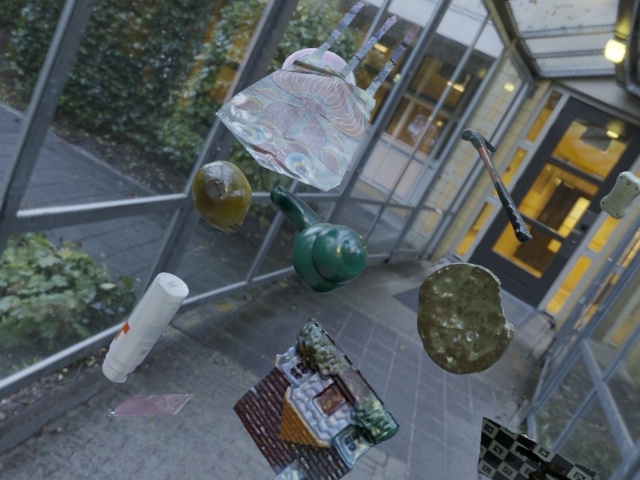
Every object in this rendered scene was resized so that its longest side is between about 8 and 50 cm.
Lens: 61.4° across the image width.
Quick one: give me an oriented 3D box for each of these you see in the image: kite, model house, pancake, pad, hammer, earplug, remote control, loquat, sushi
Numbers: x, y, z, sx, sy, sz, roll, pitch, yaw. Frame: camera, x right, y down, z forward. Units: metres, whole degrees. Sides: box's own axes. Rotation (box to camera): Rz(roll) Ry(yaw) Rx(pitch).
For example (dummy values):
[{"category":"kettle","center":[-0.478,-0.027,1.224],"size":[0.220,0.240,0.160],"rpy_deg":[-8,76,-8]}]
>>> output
[{"category":"kite","center":[0.011,-0.152,0.502],"size":[0.127,0.229,0.016],"rpy_deg":[33,-23,4]},{"category":"model house","center":[-0.045,0.446,1.378],"size":[0.360,0.339,0.297],"rpy_deg":[51,-13,15]},{"category":"pancake","center":[0.304,0.164,1.154],"size":[0.042,0.222,0.236],"rpy_deg":[14,41,-50]},{"category":"pad","center":[-0.428,0.416,1.372],"size":[0.187,0.006,0.113],"rpy_deg":[-5,9,13]},{"category":"hammer","center":[0.415,-0.128,1.254],"size":[0.111,0.033,0.288],"rpy_deg":[3,62,-50]},{"category":"earplug","center":[0.005,-0.006,1.255],"size":[0.163,0.258,0.280],"rpy_deg":[-4,2,-34]},{"category":"remote control","center":[0.793,-0.118,1.415],"size":[0.032,0.122,0.074],"rpy_deg":[-10,47,-32]},{"category":"loquat","center":[-0.253,-0.113,1.398],"size":[0.152,0.152,0.195],"rpy_deg":[7,61,-56]},{"category":"sushi","center":[0.527,0.549,1.309],"size":[0.279,0.193,0.043],"rpy_deg":[18,32,37]}]

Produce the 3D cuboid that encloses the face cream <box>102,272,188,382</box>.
[{"category":"face cream","center":[-0.487,0.246,1.468],"size":[0.102,0.346,0.102],"rpy_deg":[35,16,-11]}]

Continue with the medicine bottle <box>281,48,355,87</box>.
[{"category":"medicine bottle","center":[-0.027,-0.266,1.147],"size":[0.152,0.152,0.254],"rpy_deg":[28,-23,1]}]
